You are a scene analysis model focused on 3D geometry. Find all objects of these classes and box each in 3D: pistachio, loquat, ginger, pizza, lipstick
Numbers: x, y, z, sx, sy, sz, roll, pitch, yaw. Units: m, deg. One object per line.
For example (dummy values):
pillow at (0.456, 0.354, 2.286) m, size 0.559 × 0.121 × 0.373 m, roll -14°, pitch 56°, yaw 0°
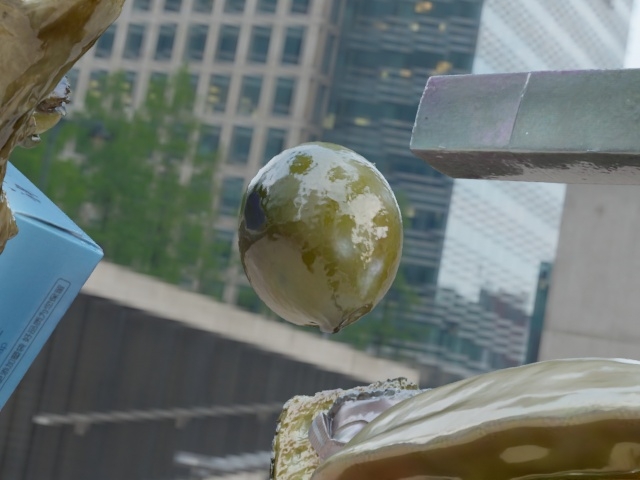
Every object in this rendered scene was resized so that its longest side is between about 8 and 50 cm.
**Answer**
pistachio at (0.097, 0.155, 0.684) m, size 0.188 × 0.187 × 0.299 m, roll 16°, pitch -20°, yaw -35°
loquat at (0.000, 0.000, 1.303) m, size 0.152 × 0.195 × 0.152 m, roll -14°, pitch -40°, yaw -12°
ginger at (-0.202, -0.028, 0.743) m, size 0.148 × 0.081 × 0.334 m, roll 19°, pitch -56°, yaw -46°
pizza at (0.046, 0.280, 1.794) m, size 0.223 × 0.323 × 0.089 m, roll -29°, pitch -56°, yaw 10°
lipstick at (0.205, -0.079, 1.047) m, size 0.317 × 0.068 × 0.066 m, roll 4°, pitch -17°, yaw 45°

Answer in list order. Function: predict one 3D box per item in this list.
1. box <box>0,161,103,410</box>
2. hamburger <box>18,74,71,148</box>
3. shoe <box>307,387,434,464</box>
box at (-0.254, 0.055, 0.914) m, size 0.142 × 0.232 × 0.083 m, roll 39°, pitch 8°, yaw 40°
hamburger at (-0.336, -0.186, 1.412) m, size 0.206 × 0.130 × 0.183 m, roll 7°, pitch 36°, yaw -32°
shoe at (0.158, 0.223, 1.361) m, size 0.351 × 0.198 × 0.172 m, roll 9°, pitch -51°, yaw -25°
